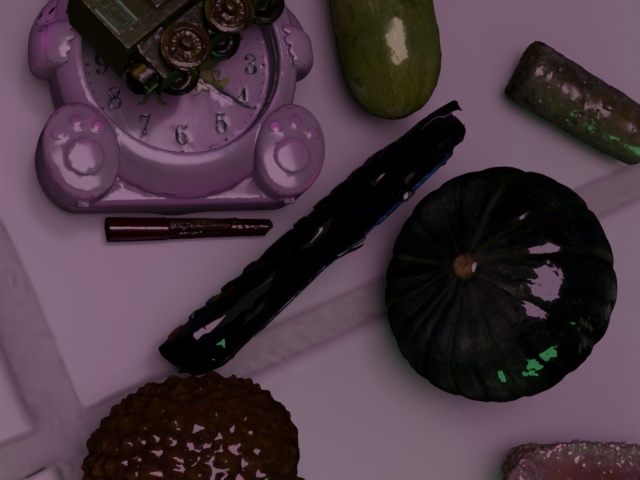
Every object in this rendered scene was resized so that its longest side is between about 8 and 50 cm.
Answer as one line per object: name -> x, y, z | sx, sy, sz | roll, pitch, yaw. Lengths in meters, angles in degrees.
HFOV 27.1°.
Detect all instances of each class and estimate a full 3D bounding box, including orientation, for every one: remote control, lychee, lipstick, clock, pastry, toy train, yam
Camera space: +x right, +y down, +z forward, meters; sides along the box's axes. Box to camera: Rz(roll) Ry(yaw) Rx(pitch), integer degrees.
remote control -> 0.000, 0.000, 1.379 | 0.399, 0.144, 0.062 | -42, 95, -22
lychee -> -0.109, 0.226, 1.279 | 0.238, 0.200, 0.200 | 15, 76, -15
lipstick -> -0.137, -0.013, 1.397 | 0.177, 0.027, 0.027 | -2, 81, -19
clock -> -0.152, -0.187, 1.378 | 0.296, 0.113, 0.322 | -1, 80, -17
pastry -> 0.317, 0.271, 1.447 | 0.265, 0.112, 0.102 | 6, 77, -6
toy train -> -0.125, -0.241, 1.294 | 0.137, 0.090, 0.225 | 46, 69, 1
yam -> 0.303, -0.157, 1.535 | 0.179, 0.078, 0.078 | 28, 73, -11

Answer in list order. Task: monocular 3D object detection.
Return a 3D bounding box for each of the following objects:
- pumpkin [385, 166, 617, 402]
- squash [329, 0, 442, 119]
pumpkin -> 0.190, 0.051, 1.405 | 0.250, 0.216, 0.249 | -5, 67, 12
squash -> 0.060, -0.314, 1.467 | 0.118, 0.118, 0.370 | -4, 79, -18
